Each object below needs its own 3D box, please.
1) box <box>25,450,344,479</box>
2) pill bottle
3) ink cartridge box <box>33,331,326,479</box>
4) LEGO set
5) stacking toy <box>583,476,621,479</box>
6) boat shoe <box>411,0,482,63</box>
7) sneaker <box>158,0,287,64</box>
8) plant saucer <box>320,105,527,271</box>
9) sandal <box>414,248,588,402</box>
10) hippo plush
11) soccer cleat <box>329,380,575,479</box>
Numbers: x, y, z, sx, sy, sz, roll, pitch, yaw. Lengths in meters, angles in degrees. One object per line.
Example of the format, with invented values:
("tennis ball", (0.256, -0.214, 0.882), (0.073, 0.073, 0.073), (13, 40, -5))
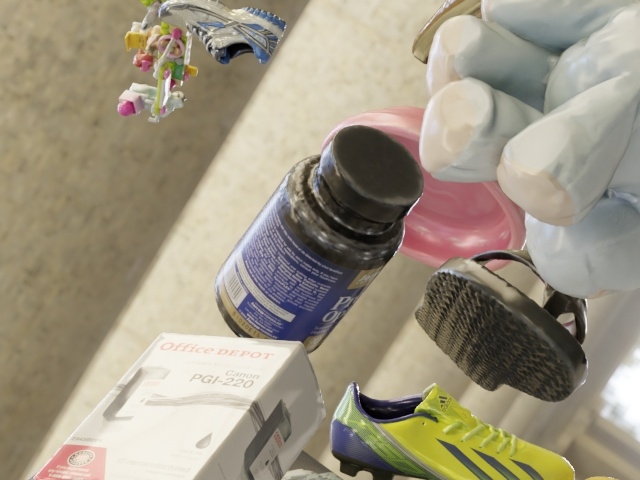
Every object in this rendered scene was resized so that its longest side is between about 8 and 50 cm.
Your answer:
("box", (-0.154, 0.463, 1.820), (0.472, 0.297, 0.480), (-32, -135, -30))
("pill bottle", (0.000, 0.000, 1.527), (0.123, 0.219, 0.123), (19, -136, -20))
("ink cartridge box", (-0.116, 0.177, 1.440), (0.158, 0.092, 0.218), (2, -148, 30))
("LEGO set", (-0.222, -0.253, 2.018), (0.132, 0.287, 0.107), (1, -138, 20))
("stacking toy", (0.313, 0.416, 1.834), (0.279, 0.309, 0.130), (-5, 169, -35))
("boat shoe", (0.198, -0.231, 1.680), (0.123, 0.123, 0.342), (40, 155, -5))
("sneaker", (-0.105, -0.211, 1.704), (0.135, 0.058, 0.052), (13, 173, 16))
("plant saucer", (0.161, -0.084, 2.478), (0.332, 0.084, 0.332), (24, 152, 14))
("sandal", (0.187, 0.069, 1.702), (0.167, 0.107, 0.446), (47, 173, -2))
("hippo plush", (0.229, -0.090, 1.356), (0.234, 0.294, 0.236), (50, 174, 41))
("soccer cleat", (0.155, 0.231, 1.932), (0.289, 0.121, 0.093), (10, -174, 2))
